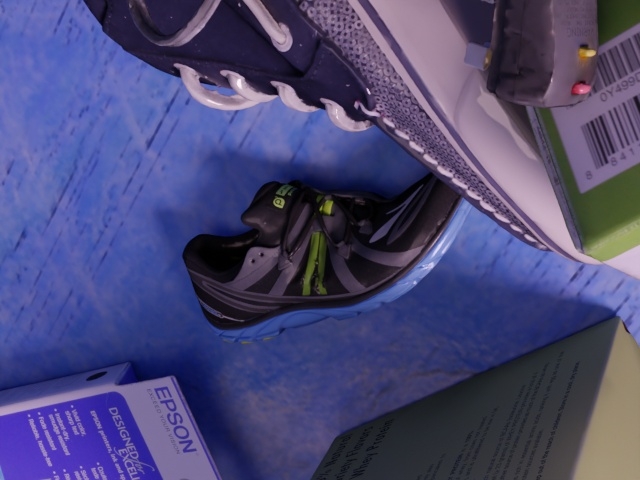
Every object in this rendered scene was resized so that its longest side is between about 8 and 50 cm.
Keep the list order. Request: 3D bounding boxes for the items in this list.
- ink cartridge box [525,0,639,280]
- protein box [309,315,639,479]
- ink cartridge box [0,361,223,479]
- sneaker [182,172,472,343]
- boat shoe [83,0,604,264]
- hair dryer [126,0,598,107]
[{"bbox_3d":[0.231,-0.045,0.535,0.189,0.255,0.097,-30,60,29],"label":"ink cartridge box"},{"bbox_3d":[0.089,0.173,0.657,0.201,0.200,0.136,-28,101,29],"label":"protein box"},{"bbox_3d":[-0.133,0.184,0.839,0.208,0.045,0.206,-13,108,27],"label":"ink cartridge box"},{"bbox_3d":[0.000,0.000,0.688,0.188,0.067,0.078,-21,111,31],"label":"sneaker"},{"bbox_3d":[0.005,-0.103,0.618,0.158,0.127,0.340,-39,88,37],"label":"boat shoe"},{"bbox_3d":[0.006,-0.187,0.425,0.224,0.080,0.293,15,117,17],"label":"hair dryer"}]
